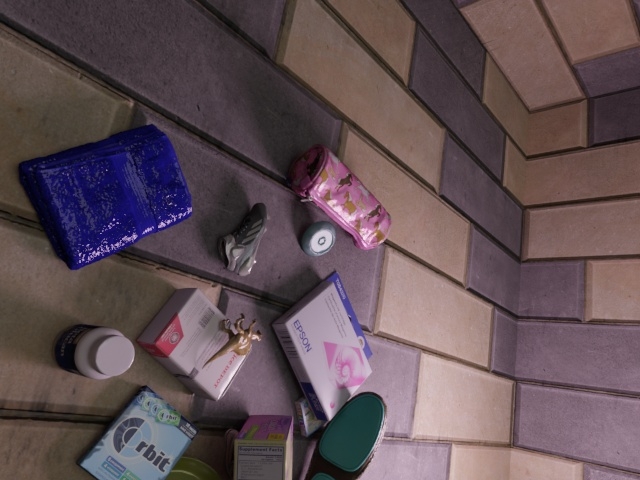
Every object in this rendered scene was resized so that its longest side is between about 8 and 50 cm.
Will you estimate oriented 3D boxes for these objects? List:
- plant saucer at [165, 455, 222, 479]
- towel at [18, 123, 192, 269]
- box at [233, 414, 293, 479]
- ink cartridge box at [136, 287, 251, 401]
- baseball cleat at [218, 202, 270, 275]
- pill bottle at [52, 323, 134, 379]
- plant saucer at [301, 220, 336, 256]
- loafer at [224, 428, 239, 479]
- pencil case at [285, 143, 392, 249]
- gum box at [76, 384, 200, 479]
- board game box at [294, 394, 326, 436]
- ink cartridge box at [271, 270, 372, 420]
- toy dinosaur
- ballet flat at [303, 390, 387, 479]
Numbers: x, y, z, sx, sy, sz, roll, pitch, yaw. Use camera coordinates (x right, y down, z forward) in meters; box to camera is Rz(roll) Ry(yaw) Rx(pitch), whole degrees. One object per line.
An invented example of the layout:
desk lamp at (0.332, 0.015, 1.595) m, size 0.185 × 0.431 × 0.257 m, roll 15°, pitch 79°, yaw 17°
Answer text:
plant saucer at (-0.304, 0.584, 1.003) m, size 0.241 × 0.037 × 0.241 m, roll 20°, pitch 45°, yaw -22°
towel at (-0.416, -0.100, 0.986) m, size 0.308 × 0.076 × 0.228 m, roll -35°, pitch 111°, yaw -44°
box at (-0.131, 0.561, 1.126) m, size 0.213 × 0.117 × 0.243 m, roll 82°, pitch 10°, yaw -84°
ink cartridge box at (-0.279, 0.236, 1.092) m, size 0.218 × 0.092 × 0.158 m, roll 54°, pitch 50°, yaw -28°
baseball cleat at (-0.197, -0.016, 1.225) m, size 0.109 × 0.072 × 0.206 m, roll 26°, pitch 64°, yaw -37°
pill bottle at (-0.417, 0.205, 0.885) m, size 0.094 × 0.169 × 0.094 m, roll 7°, pitch 81°, yaw -48°
plant saucer at (0.000, 0.000, 1.431) m, size 0.119 × 0.021 × 0.119 m, roll -15°, pitch 124°, yaw -24°
loafer at (-0.211, 0.530, 1.177) m, size 0.045 × 0.039 × 0.125 m, roll -5°, pitch 90°, yaw -49°
pencil case at (0.069, -0.121, 1.468) m, size 0.167 × 0.160 × 0.386 m, roll -50°, pitch 130°, yaw 2°
gum box at (-0.367, 0.423, 0.983) m, size 0.157 × 0.041 × 0.184 m, roll 47°, pitch 51°, yaw -12°
board game box at (-0.006, 0.493, 1.418) m, size 0.154 × 0.026 × 0.103 m, roll -16°, pitch 98°, yaw -47°
ink cartridge box at (0.039, 0.301, 1.435) m, size 0.330 × 0.071 × 0.324 m, roll -36°, pitch 107°, yaw -44°
toy dinosaur at (-0.190, 0.223, 1.087) m, size 0.183 × 0.053 × 0.093 m, roll -19°, pitch 100°, yaw -51°
ballet flat at (0.043, 0.664, 1.368) m, size 0.483 × 0.164 × 0.182 m, roll -57°, pitch 156°, yaw -22°
